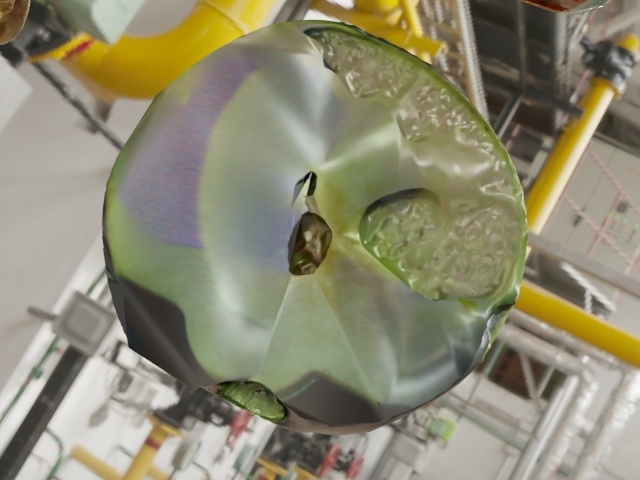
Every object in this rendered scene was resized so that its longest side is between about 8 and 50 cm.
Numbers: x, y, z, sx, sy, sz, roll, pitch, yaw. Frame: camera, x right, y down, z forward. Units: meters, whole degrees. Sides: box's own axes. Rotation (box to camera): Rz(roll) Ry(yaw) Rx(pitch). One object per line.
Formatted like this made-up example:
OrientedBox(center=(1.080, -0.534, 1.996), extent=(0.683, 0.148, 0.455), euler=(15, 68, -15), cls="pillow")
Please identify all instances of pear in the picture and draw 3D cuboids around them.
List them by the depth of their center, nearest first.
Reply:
OrientedBox(center=(0.003, -0.003, 0.966), extent=(0.398, 0.399, 0.165), euler=(28, -5, 12), cls="pear")

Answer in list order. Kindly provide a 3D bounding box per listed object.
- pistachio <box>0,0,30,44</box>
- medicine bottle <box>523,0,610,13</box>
OrientedBox(center=(-0.448, -0.382, 1.144), extent=(0.229, 0.309, 0.230), euler=(-10, 13, 2), cls="pistachio")
OrientedBox(center=(0.045, -0.197, 0.428), extent=(0.225, 0.139, 0.139), euler=(16, -6, -14), cls="medicine bottle")
